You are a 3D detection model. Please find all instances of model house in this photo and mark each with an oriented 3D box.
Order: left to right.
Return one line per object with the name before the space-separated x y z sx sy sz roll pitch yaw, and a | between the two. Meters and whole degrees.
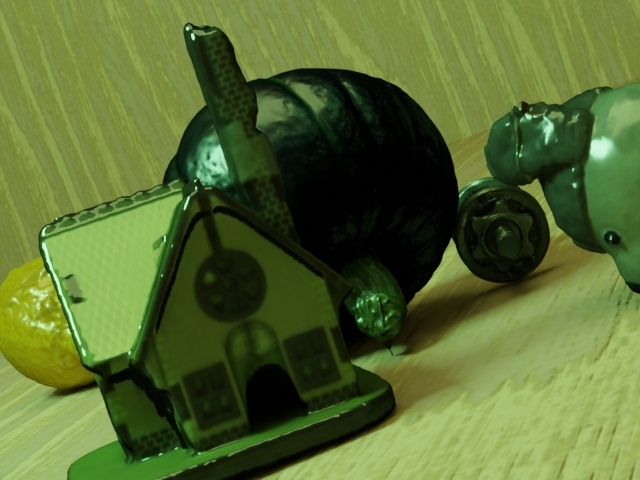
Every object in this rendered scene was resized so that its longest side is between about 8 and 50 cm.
model house | -0.105 0.013 0.943 0.218 0.279 0.205 -20 4 -10

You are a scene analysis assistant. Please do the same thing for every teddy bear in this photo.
teddy bear | 0.253 -0.041 0.952 0.251 0.144 0.171 -15 -13 40

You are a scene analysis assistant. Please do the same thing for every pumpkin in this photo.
pumpkin | 0.004 -0.001 1.133 0.248 0.248 0.248 -20 6 2

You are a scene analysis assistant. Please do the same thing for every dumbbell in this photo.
dumbbell | 0.151 -0.012 1.230 0.081 0.082 0.254 -20 6 5

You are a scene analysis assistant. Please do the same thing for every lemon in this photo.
lemon | -0.265 0.084 1.493 0.142 0.142 0.187 -24 24 -30
